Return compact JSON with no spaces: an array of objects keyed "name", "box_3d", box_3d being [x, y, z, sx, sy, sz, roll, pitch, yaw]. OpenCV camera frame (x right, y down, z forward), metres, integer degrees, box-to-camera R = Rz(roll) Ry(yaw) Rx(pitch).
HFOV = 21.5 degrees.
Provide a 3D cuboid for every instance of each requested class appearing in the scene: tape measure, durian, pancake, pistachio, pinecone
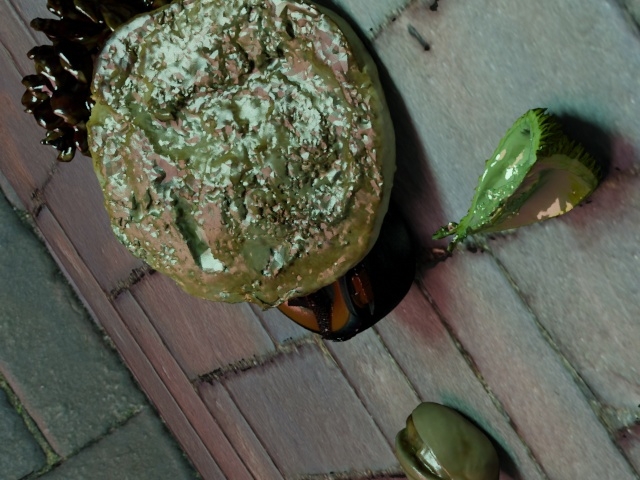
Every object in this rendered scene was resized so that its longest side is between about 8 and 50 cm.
[{"name":"tape measure","box_3d":[0.000,0.000,1.808,0.202,0.135,0.223,-5,115,54]},{"name":"durian","box_3d":[0.160,-0.049,1.377,0.086,0.100,0.215,57,156,9]},{"name":"pancake","box_3d":[-0.084,-0.093,1.692,0.356,0.065,0.356,6,104,24]},{"name":"pistachio","box_3d":[0.146,0.247,1.929,0.113,0.113,0.149,75,169,-45]},{"name":"pinecone","box_3d":[-0.218,-0.209,1.861,0.224,0.272,0.224,40,-162,-16]}]
